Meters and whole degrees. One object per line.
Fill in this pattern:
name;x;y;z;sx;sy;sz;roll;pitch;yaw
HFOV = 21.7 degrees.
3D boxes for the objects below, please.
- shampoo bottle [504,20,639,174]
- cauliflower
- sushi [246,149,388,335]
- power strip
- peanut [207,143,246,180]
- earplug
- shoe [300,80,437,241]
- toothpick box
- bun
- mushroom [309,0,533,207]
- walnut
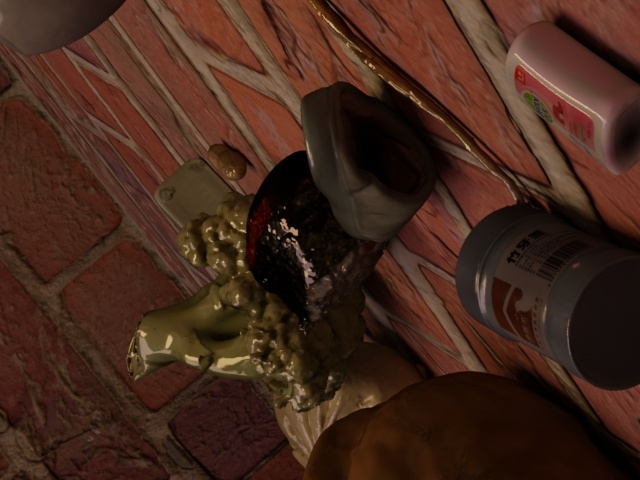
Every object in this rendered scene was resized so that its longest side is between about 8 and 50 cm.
shampoo bottle;0.152;-0.091;1.005;0.099;0.043;0.072;42;168;31
cauliflower;-0.083;0.074;2.012;0.327;0.281;0.260;-120;31;-48
sushi;0.000;0.000;1.743;0.126;0.136;0.225;43;162;14
power strip;-0.079;0.043;2.353;0.385;0.091;0.062;45;171;15
peanut;-0.120;-0.100;2.140;0.083;0.037;0.037;31;160;53
earplug;-0.274;-0.335;1.533;0.214;0.175;0.325;-156;56;-69
shoe;0.052;-0.065;1.428;0.100;0.103;0.251;-1;167;16
toothpick box;0.178;0.039;1.217;0.101;0.101;0.153;54;168;-27
bun;0.044;0.244;2.213;0.259;0.160;0.259;19;144;15
mushroom;0.074;-0.115;1.324;0.286;0.028;0.026;47;-148;13
walnut;0.174;0.317;1.708;0.383;0.383;0.383;46;170;11
